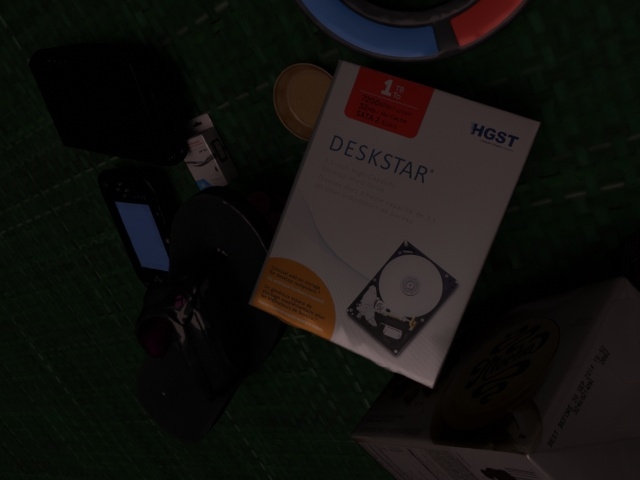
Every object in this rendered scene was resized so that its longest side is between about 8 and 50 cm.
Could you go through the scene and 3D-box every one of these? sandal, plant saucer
[{"bbox_3d":[-0.153,0.134,0.695,0.167,0.107,0.446,34,130,12],"label":"sandal"},{"bbox_3d":[-0.010,-0.144,0.601,0.083,0.015,0.083,15,127,21],"label":"plant saucer"}]

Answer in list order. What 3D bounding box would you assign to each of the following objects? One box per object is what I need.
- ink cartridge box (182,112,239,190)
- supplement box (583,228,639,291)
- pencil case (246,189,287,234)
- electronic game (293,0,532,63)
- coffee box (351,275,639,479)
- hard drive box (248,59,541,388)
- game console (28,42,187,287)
[{"bbox_3d":[-0.140,-0.105,0.695,0.048,0.028,0.083,-12,114,36],"label":"ink cartridge box"},{"bbox_3d":[0.322,0.024,0.477,0.104,0.081,0.188,36,132,4],"label":"supplement box"},{"bbox_3d":[0.000,0.000,0.647,0.209,0.098,0.095,15,172,21],"label":"pencil case"},{"bbox_3d":[0.068,-0.244,0.435,0.229,0.048,0.229,8,132,9],"label":"electronic game"},{"bbox_3d":[0.170,0.159,0.536,0.119,0.168,0.297,44,155,-3],"label":"coffee box"},{"bbox_3d":[0.065,-0.017,0.522,0.181,0.089,0.232,21,94,16],"label":"hard drive box"},{"bbox_3d":[-0.241,-0.072,0.750,0.213,0.044,0.361,14,130,34],"label":"game console"}]
